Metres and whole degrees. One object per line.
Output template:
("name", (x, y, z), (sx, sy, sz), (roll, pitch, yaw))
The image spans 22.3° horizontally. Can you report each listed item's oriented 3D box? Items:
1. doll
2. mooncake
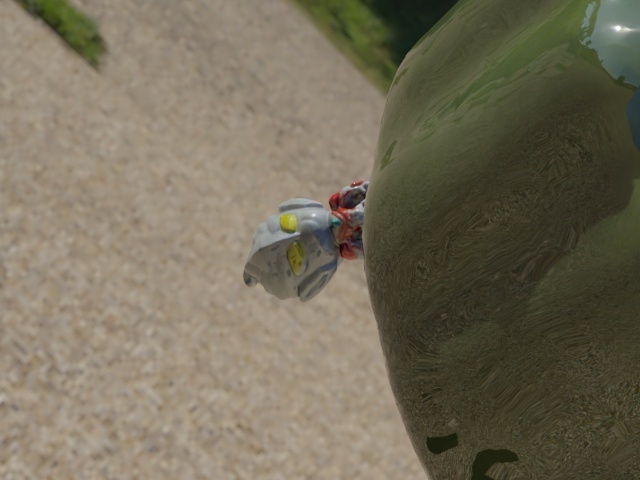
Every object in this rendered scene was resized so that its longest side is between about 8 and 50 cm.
("doll", (0.000, 0.000, 1.392), (0.079, 0.180, 0.094), (14, 58, -55))
("mooncake", (0.192, 0.019, 0.611), (0.351, 0.187, 0.351), (19, 56, -31))
